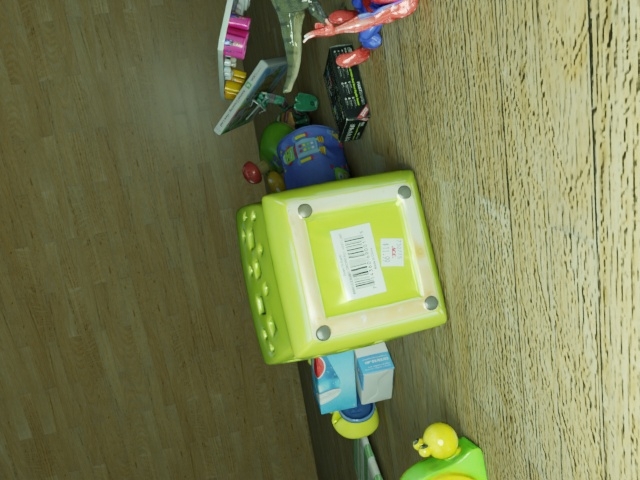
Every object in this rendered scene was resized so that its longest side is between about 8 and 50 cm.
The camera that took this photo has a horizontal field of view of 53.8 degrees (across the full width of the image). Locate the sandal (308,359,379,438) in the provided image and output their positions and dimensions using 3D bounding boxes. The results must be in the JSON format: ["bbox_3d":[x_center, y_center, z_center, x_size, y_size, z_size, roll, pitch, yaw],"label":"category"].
[{"bbox_3d":[0.047,0.255,1.351,0.317,0.126,0.138,-121,26,-46],"label":"sandal"}]

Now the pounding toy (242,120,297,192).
[{"bbox_3d":[-0.080,-0.124,1.343,0.237,0.110,0.183,60,155,-13],"label":"pounding toy"}]

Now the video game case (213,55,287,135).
[{"bbox_3d":[-0.148,-0.336,1.445,0.023,0.193,0.212,40,-157,-1],"label":"video game case"}]

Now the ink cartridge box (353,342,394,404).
[{"bbox_3d":[0.081,0.200,1.188,0.104,0.061,0.181,89,167,-45],"label":"ink cartridge box"}]

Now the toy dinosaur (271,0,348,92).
[{"bbox_3d":[-0.026,-0.365,0.948,0.064,0.118,0.268,-148,46,-79],"label":"toy dinosaur"}]

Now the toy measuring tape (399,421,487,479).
[{"bbox_3d":[0.156,0.381,0.754,0.121,0.121,0.330,-170,68,-81],"label":"toy measuring tape"}]

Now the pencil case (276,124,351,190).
[{"bbox_3d":[0.015,-0.051,1.111,0.119,0.133,0.306,-33,62,37],"label":"pencil case"}]

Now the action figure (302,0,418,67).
[{"bbox_3d":[0.024,-0.262,0.718,0.280,0.138,0.092,-173,70,-79],"label":"action figure"}]

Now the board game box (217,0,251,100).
[{"bbox_3d":[-0.145,-0.516,1.302,0.390,0.050,0.390,170,112,-82],"label":"board game box"}]

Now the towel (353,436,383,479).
[{"bbox_3d":[0.131,0.594,1.491,0.325,0.038,0.248,-110,13,-55],"label":"towel"}]

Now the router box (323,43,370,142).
[{"bbox_3d":[0.039,-0.225,0.975,0.092,0.038,0.123,119,140,-77],"label":"router box"}]

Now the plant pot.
[{"bbox_3d":[0.026,0.033,0.813,0.207,0.227,0.228,150,108,-75],"label":"plant pot"}]

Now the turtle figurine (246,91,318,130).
[{"bbox_3d":[-0.072,-0.262,1.409,0.234,0.118,0.175,13,134,63],"label":"turtle figurine"}]

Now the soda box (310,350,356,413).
[{"bbox_3d":[0.020,0.207,1.145,0.067,0.071,0.210,-121,24,-64],"label":"soda box"}]
